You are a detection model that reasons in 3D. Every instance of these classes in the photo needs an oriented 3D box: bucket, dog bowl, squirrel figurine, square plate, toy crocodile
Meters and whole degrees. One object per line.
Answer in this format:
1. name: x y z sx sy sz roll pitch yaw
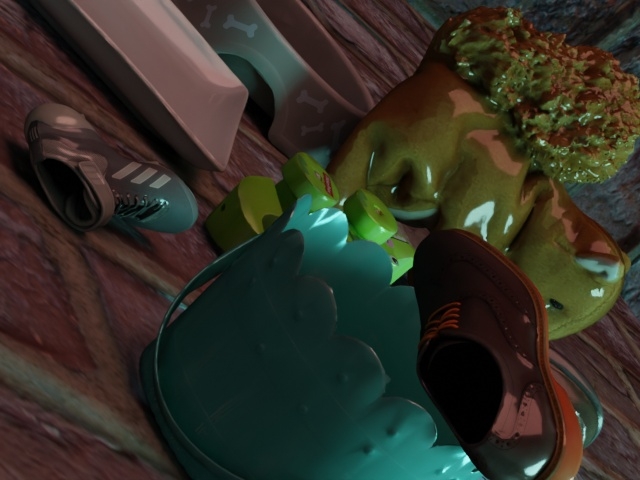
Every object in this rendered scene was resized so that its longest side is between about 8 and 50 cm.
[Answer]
1. bucket: -0.001 0.121 1.514 0.281 0.183 0.281 46 14 -15
2. dog bowl: -0.059 -0.247 2.480 0.349 0.102 0.349 47 13 -14
3. squirrel figurine: 0.252 -0.079 2.353 0.370 0.397 0.281 36 4 13
4. square plate: -0.217 -0.236 2.053 0.344 0.049 0.347 47 14 -12
5. toy crocodile: 0.000 0.000 1.991 0.340 0.115 0.105 26 31 -55

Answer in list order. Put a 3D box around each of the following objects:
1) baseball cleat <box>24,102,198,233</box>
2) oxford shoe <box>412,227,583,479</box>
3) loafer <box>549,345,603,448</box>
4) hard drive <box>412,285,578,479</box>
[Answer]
1. baseball cleat: -0.183 -0.036 1.630 0.206 0.072 0.109 33 35 -39
2. oxford shoe: 0.117 0.074 1.435 0.098 0.097 0.271 32 23 -37
3. loafer: 0.091 0.145 1.761 0.365 0.134 0.130 19 40 -8
4. hard drive: 0.204 0.210 2.195 0.237 0.064 0.339 43 16 -26
